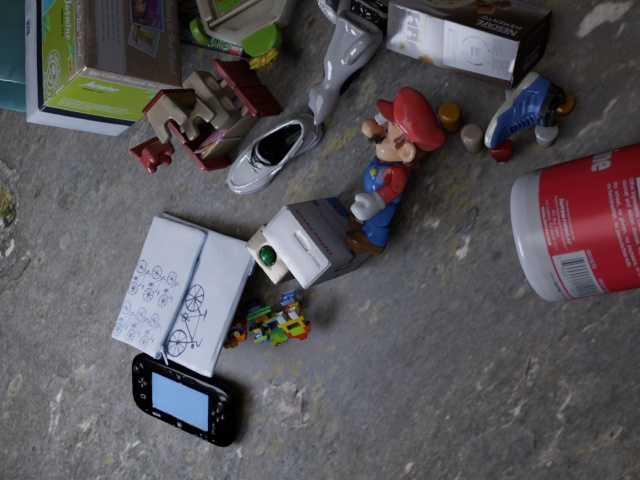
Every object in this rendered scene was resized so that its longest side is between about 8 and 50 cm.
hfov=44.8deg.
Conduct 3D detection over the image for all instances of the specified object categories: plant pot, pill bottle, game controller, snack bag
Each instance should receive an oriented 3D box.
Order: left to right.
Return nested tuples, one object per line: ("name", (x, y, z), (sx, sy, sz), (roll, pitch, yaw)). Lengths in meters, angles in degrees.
("plant pot", (-0.709, -0.454, 1.859), (0.293, 0.293, 0.235), (1, 83, 30))
("snack bag", (-0.312, 0.121, 1.762), (0.343, 0.037, 0.323), (18, 85, 36))
("game controller", (-0.333, 0.385, 1.885), (0.319, 0.067, 0.166), (16, 105, 28))
("pill bottle", (0.529, -0.045, 1.218), (0.408, 0.229, 0.229), (-14, 91, 31))

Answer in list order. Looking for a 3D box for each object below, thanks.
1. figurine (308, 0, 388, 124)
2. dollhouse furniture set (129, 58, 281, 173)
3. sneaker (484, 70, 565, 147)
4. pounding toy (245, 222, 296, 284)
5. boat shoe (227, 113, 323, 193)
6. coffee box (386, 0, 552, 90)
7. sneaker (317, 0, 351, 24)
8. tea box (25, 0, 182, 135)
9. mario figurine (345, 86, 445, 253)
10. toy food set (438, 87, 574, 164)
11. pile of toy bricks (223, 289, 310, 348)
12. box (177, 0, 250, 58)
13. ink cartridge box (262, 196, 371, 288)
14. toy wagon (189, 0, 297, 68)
("figurine", (0.046, -0.334, 1.461), (0.092, 0.215, 0.209), (27, 124, -2))
("dollhouse furniture set", (-0.264, -0.249, 1.569), (0.201, 0.374, 0.152), (-41, 81, 27))
("sneaker", (0.351, -0.207, 1.314), (0.084, 0.058, 0.152), (37, 85, 24))
("pounding toy", (-0.072, 0.022, 1.630), (0.130, 0.141, 0.100), (50, 118, 14))
("boat shoe", (-0.113, -0.180, 1.654), (0.267, 0.088, 0.096), (-27, 84, 30))
("coffee box", (0.257, -0.369, 1.362), (0.246, 0.141, 0.098), (26, 141, 25))
("sneaker", (0.063, -0.543, 1.490), (0.153, 0.094, 0.235), (-9, 83, 40))
("tea box", (-0.472, -0.438, 1.662), (0.323, 0.220, 0.329), (-20, 71, 47))
("mario figurine", (0.106, -0.145, 1.473), (0.198, 0.170, 0.320), (50, 131, 43))
("toy food set", (0.337, -0.203, 1.403), (0.232, 0.104, 0.111), (-7, 80, 13))
("pile of toy bricks", (-0.111, 0.194, 1.718), (0.212, 0.118, 0.105), (-22, 121, 20))
("box", (-0.237, -0.477, 1.710), (0.207, 0.036, 0.114), (19, 107, 27))
("ink cartridge box", (0.000, 0.000, 1.549), (0.086, 0.203, 0.148), (-45, 75, 28))
("toy wagon", (-0.152, -0.502, 1.599), (0.267, 0.068, 0.344), (-24, 76, 22))
